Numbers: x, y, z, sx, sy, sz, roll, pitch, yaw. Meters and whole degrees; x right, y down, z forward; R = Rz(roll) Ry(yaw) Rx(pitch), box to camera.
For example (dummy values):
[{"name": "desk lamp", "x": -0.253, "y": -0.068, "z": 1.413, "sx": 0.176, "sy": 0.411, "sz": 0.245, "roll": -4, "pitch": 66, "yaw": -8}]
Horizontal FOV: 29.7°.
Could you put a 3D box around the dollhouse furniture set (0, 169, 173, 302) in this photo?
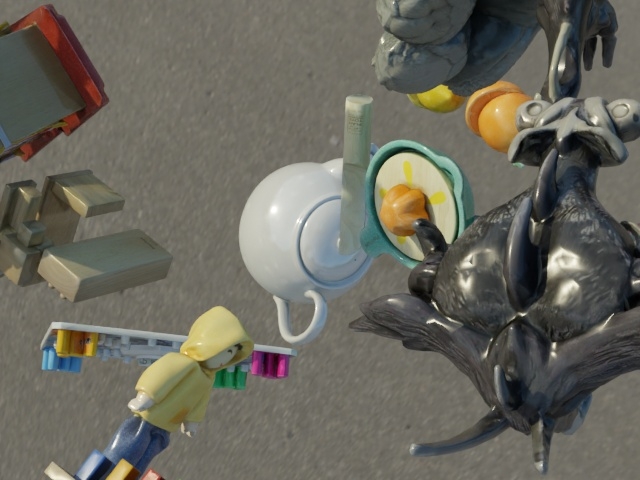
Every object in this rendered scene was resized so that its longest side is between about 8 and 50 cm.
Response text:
[{"name": "dollhouse furniture set", "x": -0.234, "y": 0.033, "z": 1.117, "sx": 0.151, "sy": 0.123, "sz": 0.144, "roll": 36, "pitch": 29, "yaw": 26}]

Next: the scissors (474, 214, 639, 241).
[{"name": "scissors", "x": 0.265, "y": -0.004, "z": 1.260, "sx": 0.297, "sy": 0.021, "sz": 0.109, "roll": 32, "pitch": 86, "yaw": 37}]

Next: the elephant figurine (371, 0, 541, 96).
[{"name": "elephant figurine", "x": 0.042, "y": -0.213, "z": 0.696, "sx": 0.186, "sy": 0.169, "sz": 0.239, "roll": -4, "pitch": 49, "yaw": -42}]

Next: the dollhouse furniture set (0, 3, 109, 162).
[{"name": "dollhouse furniture set", "x": -0.377, "y": -0.219, "z": 1.063, "sx": 0.201, "sy": 0.152, "sz": 0.374, "roll": -37, "pitch": 100, "yaw": -49}]

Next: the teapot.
[{"name": "teapot", "x": 0.000, "y": 0.000, "z": 1.962, "sx": 0.252, "sy": 0.187, "sz": 0.256, "roll": -30, "pitch": 113, "yaw": -21}]

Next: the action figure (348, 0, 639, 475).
[{"name": "action figure", "x": 0.121, "y": -0.004, "z": 0.518, "sx": 0.141, "sy": 0.164, "sz": 0.275, "roll": 51, "pitch": 50, "yaw": -39}]

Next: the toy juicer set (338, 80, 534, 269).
[{"name": "toy juicer set", "x": 0.089, "y": -0.071, "z": 1.184, "sx": 0.089, "sy": 0.329, "sz": 0.209, "roll": -21, "pitch": 105, "yaw": -37}]

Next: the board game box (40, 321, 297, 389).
[{"name": "board game box", "x": -0.274, "y": 0.204, "z": 2.060, "sx": 0.390, "sy": 0.390, "sz": 0.050, "roll": 8, "pitch": 78, "yaw": -14}]

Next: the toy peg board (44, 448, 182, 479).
[{"name": "toy peg board", "x": -0.173, "y": 0.275, "z": 1.247, "sx": 0.161, "sy": 0.161, "sz": 0.079, "roll": 29, "pitch": 74, "yaw": 33}]

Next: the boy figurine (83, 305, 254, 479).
[{"name": "boy figurine", "x": -0.196, "y": 0.222, "z": 1.651, "sx": 0.092, "sy": 0.177, "sz": 0.285, "roll": 32, "pitch": 77, "yaw": 28}]
